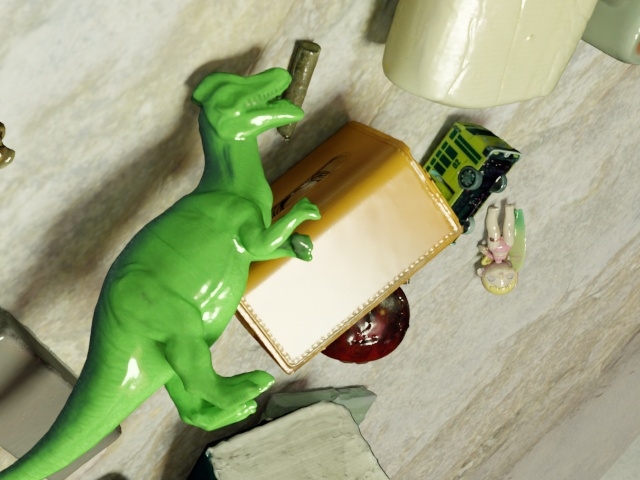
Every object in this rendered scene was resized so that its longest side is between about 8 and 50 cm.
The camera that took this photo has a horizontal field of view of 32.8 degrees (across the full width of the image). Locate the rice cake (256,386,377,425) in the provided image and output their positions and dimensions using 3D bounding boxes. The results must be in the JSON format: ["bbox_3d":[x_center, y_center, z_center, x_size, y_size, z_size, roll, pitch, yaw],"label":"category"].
[{"bbox_3d":[-0.011,0.293,1.781,0.237,0.043,0.127,0,126,-47],"label":"rice cake"}]

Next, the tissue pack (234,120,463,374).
[{"bbox_3d":[0.000,0.000,1.323,0.274,0.194,0.145,-40,118,-8],"label":"tissue pack"}]

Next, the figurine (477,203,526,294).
[{"bbox_3d":[0.296,0.014,1.792,0.083,0.083,0.187,-27,130,-24],"label":"figurine"}]

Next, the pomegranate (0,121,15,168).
[{"bbox_3d":[-0.369,-0.052,0.889,0.248,0.202,0.202,-16,147,11],"label":"pomegranate"}]

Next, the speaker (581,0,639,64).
[{"bbox_3d":[0.430,-0.424,1.343,0.183,0.184,0.406,-9,132,-42],"label":"speaker"}]

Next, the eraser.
[{"bbox_3d":[-0.344,0.193,1.301,0.111,0.077,0.352,-36,146,-6],"label":"eraser"}]

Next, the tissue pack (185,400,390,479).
[{"bbox_3d":[-0.088,0.469,1.657,0.264,0.253,0.416,-12,145,-36],"label":"tissue pack"}]

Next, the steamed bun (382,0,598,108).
[{"bbox_3d":[0.194,-0.269,1.292,0.250,0.155,0.200,-8,129,-33],"label":"steamed bun"}]

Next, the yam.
[{"bbox_3d":[-0.030,-0.171,1.276,0.033,0.027,0.129,-50,163,-57],"label":"yam"}]

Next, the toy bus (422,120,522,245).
[{"bbox_3d":[0.192,-0.082,1.537,0.088,0.101,0.175,3,129,-48],"label":"toy bus"}]

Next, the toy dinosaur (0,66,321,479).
[{"bbox_3d":[-0.224,0.043,1.148,0.500,0.374,0.144,-16,172,-1],"label":"toy dinosaur"}]

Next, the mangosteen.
[{"bbox_3d":[0.055,0.085,1.537,0.166,0.166,0.180,10,95,-50],"label":"mangosteen"}]
